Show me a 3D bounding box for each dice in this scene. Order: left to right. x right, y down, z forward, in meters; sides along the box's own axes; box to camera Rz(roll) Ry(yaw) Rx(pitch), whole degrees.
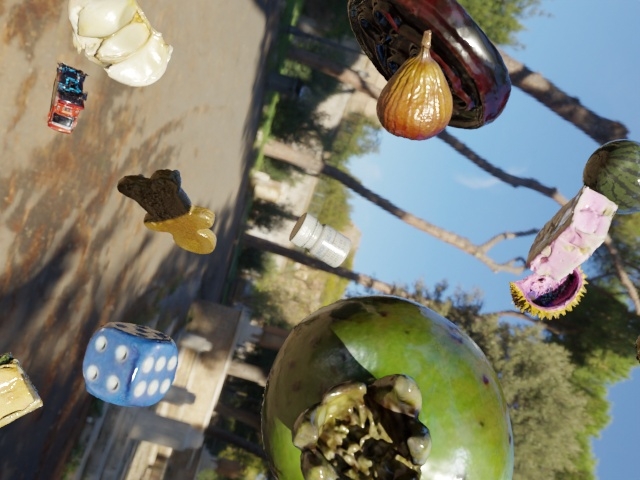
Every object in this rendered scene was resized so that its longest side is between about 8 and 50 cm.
[{"bbox_3d":[-0.388,0.253,1.319,0.143,0.146,0.147,16,90,-63],"label":"dice"}]

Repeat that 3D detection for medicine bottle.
[{"bbox_3d":[0.000,0.000,1.940,0.105,0.168,0.105,-53,-165,21],"label":"medicine bottle"}]

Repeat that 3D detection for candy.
[{"bbox_3d":[0.686,-0.011,1.769,0.156,0.115,0.265,-54,173,-30],"label":"candy"}]

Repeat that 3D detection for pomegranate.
[{"bbox_3d":[0.066,0.175,0.565,0.306,0.242,0.243,-137,-115,-80],"label":"pomegranate"}]

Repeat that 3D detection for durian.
[{"bbox_3d":[0.679,0.160,1.934,0.154,0.260,0.186,62,-13,14],"label":"durian"}]

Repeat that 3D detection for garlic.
[{"bbox_3d":[-0.539,-0.530,1.666,0.203,0.281,0.184,-43,-142,-16],"label":"garlic"}]

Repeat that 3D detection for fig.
[{"bbox_3d":[0.131,-0.219,0.953,0.119,0.119,0.153,-83,151,-55],"label":"fig"}]

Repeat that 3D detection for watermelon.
[{"bbox_3d":[0.839,-0.173,1.788,0.212,0.212,0.212,-163,-90,-83],"label":"watermelon"}]

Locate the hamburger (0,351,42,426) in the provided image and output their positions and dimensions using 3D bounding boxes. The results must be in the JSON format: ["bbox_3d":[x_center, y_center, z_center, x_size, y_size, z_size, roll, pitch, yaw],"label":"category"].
[{"bbox_3d":[-0.769,0.372,1.488,0.207,0.155,0.135,-35,177,-25],"label":"hamburger"}]

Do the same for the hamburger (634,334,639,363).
[{"bbox_3d":[0.727,0.217,1.237,0.183,0.206,0.130,-54,143,-8],"label":"hamburger"}]

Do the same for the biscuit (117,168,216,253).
[{"bbox_3d":[-0.345,-0.066,1.537,0.302,0.196,0.049,58,40,-47],"label":"biscuit"}]

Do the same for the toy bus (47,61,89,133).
[{"bbox_3d":[-0.576,-0.329,1.465,0.096,0.073,0.235,-60,-149,26],"label":"toy bus"}]

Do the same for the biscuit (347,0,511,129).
[{"bbox_3d":[0.212,-0.381,1.335,0.091,0.407,0.407,-46,-173,-3],"label":"biscuit"}]
